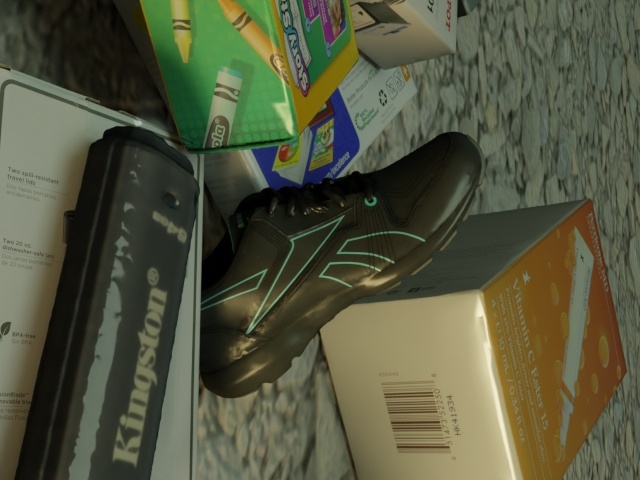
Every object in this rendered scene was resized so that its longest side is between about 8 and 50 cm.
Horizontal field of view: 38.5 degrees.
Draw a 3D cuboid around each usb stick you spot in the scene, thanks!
[{"bbox_3d":[-0.110,0.076,0.466,0.077,0.045,0.278,32,57,-48],"label":"usb stick"}]

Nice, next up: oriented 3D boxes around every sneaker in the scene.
[{"bbox_3d":[0.000,0.000,0.658,0.106,0.267,0.101,51,-1,-17],"label":"sneaker"}]

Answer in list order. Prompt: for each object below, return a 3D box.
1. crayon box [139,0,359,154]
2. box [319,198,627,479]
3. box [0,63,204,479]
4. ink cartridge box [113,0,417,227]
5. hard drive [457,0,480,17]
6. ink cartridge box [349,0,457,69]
[{"bbox_3d":[-0.055,-0.213,0.565,0.165,0.081,0.278,-60,142,-58],"label":"crayon box"},{"bbox_3d":[0.171,0.106,0.931,0.345,0.168,0.215,-28,106,-55],"label":"box"},{"bbox_3d":[-0.154,0.066,0.524,0.169,0.087,0.290,15,71,-54],"label":"box"},{"bbox_3d":[-0.041,-0.199,0.776,0.303,0.072,0.307,-50,122,-47],"label":"ink cartridge box"},{"bbox_3d":[0.174,-0.364,1.171,0.094,0.022,0.135,-53,126,-48],"label":"hard drive"},{"bbox_3d":[0.043,-0.252,0.779,0.191,0.082,0.139,26,63,-51],"label":"ink cartridge box"}]
